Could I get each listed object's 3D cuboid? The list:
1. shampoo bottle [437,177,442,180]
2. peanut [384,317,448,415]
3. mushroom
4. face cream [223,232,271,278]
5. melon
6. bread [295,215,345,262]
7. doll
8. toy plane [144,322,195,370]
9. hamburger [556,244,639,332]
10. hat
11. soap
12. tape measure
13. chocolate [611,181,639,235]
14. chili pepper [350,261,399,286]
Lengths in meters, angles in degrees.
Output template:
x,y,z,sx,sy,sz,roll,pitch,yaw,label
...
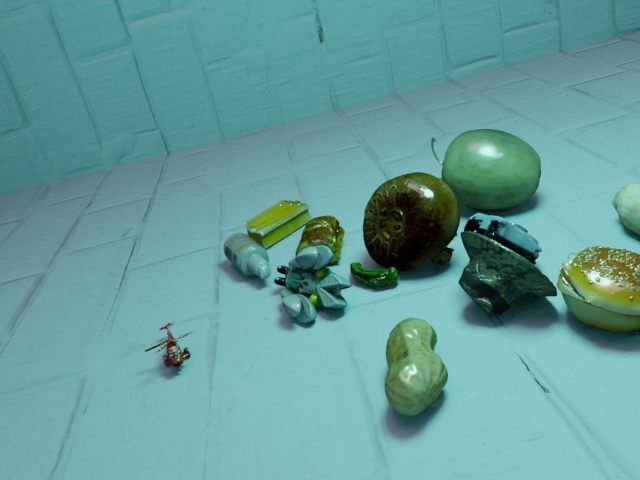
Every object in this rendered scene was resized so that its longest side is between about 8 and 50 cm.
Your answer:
x,y,z,sx,sy,sz,roll,pitch,yaw,label
0.496,-0.202,2.081,0.220,0.051,0.108,-3,29,21,shampoo bottle
0.194,0.246,1.239,0.125,0.111,0.275,-5,27,10,peanut
0.242,-0.042,1.651,0.297,0.278,0.163,-45,-15,34,mushroom
-0.211,0.057,1.856,0.101,0.101,0.251,-24,27,-20,face cream
0.514,-0.215,1.866,0.271,0.272,0.307,-33,25,-35,melon
0.000,0.000,1.859,0.131,0.103,0.172,-14,28,17,bread
-0.041,0.127,1.604,0.153,0.195,0.258,9,-24,-42,doll
-0.384,0.270,1.543,0.126,0.077,0.194,-27,20,-33,toy plane
0.618,0.099,1.274,0.236,0.148,0.237,-5,23,2,hamburger
0.396,0.095,1.400,0.128,0.265,0.265,-50,31,-2,hat
-0.157,-0.059,2.099,0.140,0.073,0.232,10,34,44,soap
0.453,-0.001,1.530,0.182,0.107,0.181,26,3,-22,tape measure
0.838,-0.058,1.511,0.134,0.134,0.309,-13,25,2,chocolate
0.134,0.092,1.663,0.073,0.050,0.182,-37,30,-27,chili pepper
